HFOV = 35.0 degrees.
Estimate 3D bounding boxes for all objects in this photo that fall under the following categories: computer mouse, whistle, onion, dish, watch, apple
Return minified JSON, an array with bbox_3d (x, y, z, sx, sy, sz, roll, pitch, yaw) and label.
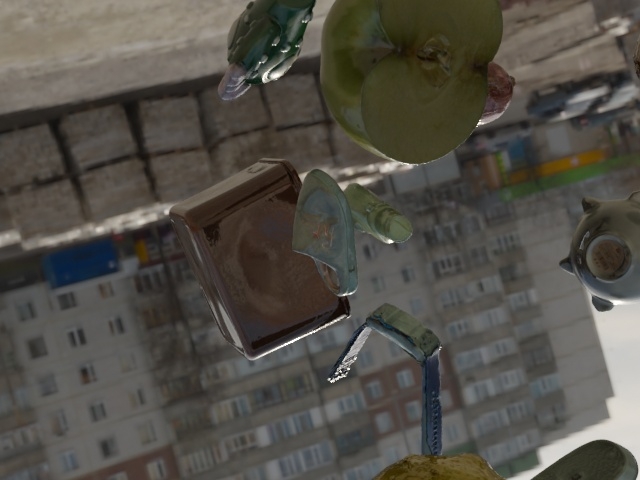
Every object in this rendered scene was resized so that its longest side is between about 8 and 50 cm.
[{"bbox_3d":[0.526,0.485,2.024,0.230,0.079,0.128,-28,-144,-3],"label":"computer mouse"},{"bbox_3d":[0.097,-0.036,1.702,0.067,0.126,0.258,-52,-164,0],"label":"whistle"},{"bbox_3d":[0.367,-0.339,2.273,0.194,0.160,0.159,-14,-179,-27],"label":"onion"},{"bbox_3d":[0.546,0.027,1.924,0.227,0.236,0.086,-1,-175,34],"label":"dish"},{"bbox_3d":[0.160,0.277,1.945,0.068,0.276,0.275,-36,159,-44],"label":"watch"},{"bbox_3d":[0.173,-0.322,1.795,0.360,0.312,0.320,1,146,-48],"label":"apple"}]

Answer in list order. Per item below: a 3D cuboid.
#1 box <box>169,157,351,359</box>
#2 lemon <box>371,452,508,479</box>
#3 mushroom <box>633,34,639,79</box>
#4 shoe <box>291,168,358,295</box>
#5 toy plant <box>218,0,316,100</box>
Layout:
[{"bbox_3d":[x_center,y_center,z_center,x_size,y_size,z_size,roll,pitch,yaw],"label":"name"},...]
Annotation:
[{"bbox_3d":[-0.124,0.038,2.008,0.229,0.339,0.239,-27,-167,-16],"label":"box"},{"bbox_3d":[0.192,0.529,1.618,0.349,0.387,0.350,19,168,4],"label":"lemon"},{"bbox_3d":[0.659,-0.290,1.801,0.153,0.253,0.253,-36,168,36],"label":"mushroom"},{"bbox_3d":[0.000,0.000,1.420,0.078,0.195,0.079,-29,-149,-25],"label":"shoe"},{"bbox_3d":[-0.082,-0.320,1.587,0.233,0.112,0.243,-53,-175,-6],"label":"toy plant"}]
